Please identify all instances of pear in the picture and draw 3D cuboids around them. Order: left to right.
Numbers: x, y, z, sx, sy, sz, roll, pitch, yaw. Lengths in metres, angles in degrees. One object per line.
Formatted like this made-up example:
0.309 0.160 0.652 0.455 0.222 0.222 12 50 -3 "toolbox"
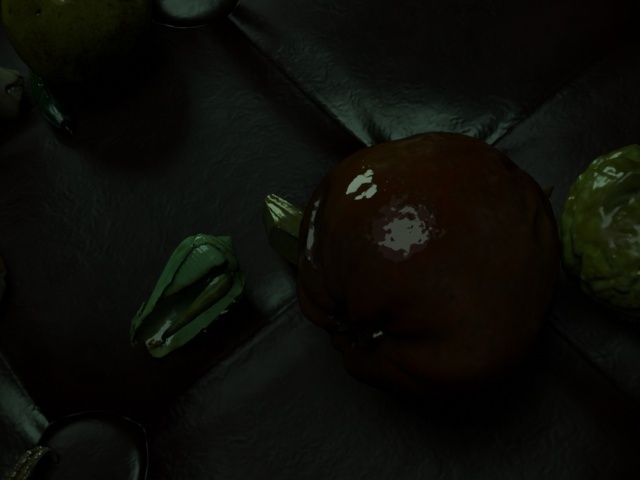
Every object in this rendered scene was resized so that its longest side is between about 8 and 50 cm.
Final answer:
-0.317 -0.294 1.461 0.197 0.197 0.197 -6 60 11 "pear"

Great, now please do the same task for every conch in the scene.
-0.147 0.070 1.280 0.106 0.079 0.170 36 90 34 "conch"

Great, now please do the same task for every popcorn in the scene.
0.355 -0.008 1.149 0.212 0.198 0.198 -15 50 -37 "popcorn"

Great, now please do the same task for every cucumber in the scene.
-0.370 -0.199 1.504 0.039 0.039 0.168 -26 56 -2 "cucumber"

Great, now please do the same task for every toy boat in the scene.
0.000 0.000 1.287 0.172 0.065 0.066 31 53 24 "toy boat"

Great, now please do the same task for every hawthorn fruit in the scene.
0.126 0.012 1.133 0.298 0.277 0.277 -34 58 -20 "hawthorn fruit"

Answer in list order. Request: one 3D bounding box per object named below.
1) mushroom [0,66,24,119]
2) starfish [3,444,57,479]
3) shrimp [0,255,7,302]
-0.495 -0.214 1.478 0.204 0.204 0.204 -6 60 11 "mushroom"
-0.371 0.315 1.204 0.213 0.057 0.238 -11 55 17 "starfish"
-0.512 0.116 1.349 0.164 0.062 0.317 36 72 25 "shrimp"
